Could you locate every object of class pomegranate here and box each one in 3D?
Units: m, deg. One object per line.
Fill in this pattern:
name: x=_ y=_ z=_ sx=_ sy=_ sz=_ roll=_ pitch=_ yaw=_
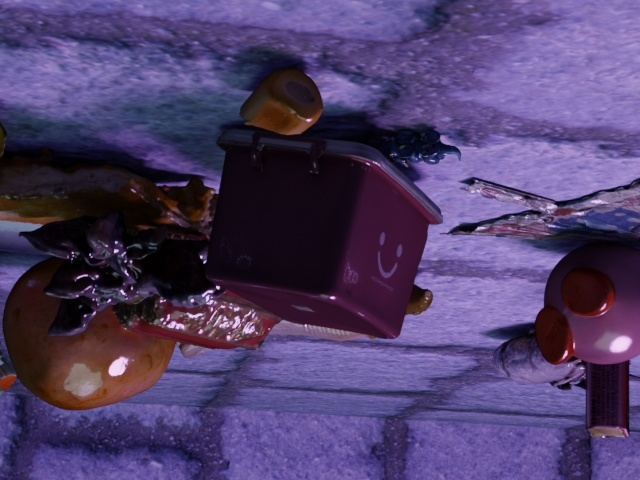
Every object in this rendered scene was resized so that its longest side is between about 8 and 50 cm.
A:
pomegranate: x=-0.318 y=0.122 z=2.017 sx=0.270 sy=0.229 sz=0.252 roll=-22 pitch=163 yaw=41

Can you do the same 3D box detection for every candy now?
candy: x=-0.374 y=-0.023 z=1.767 sx=0.174 sy=0.071 sz=0.138 roll=5 pitch=165 yaw=-15

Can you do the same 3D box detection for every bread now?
bread: x=-0.035 y=-0.128 z=1.332 sx=0.062 sy=0.049 sz=0.103 roll=34 pitch=160 yaw=-8

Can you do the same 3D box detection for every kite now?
kite: x=0.311 y=-0.030 z=1.743 sx=0.368 sy=0.014 sz=0.406 roll=12 pitch=163 yaw=-36

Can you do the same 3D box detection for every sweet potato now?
sweet potato: x=0.089 y=0.094 z=2.183 sx=0.067 sy=0.067 sz=0.274 roll=12 pitch=169 yaw=-33

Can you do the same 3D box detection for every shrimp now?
shrimp: x=0.435 y=0.203 z=2.442 sx=0.145 sy=0.116 sz=0.343 roll=11 pitch=171 yaw=-32

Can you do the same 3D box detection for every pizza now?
pizza: x=-0.290 y=-0.055 z=1.624 sx=0.365 sy=0.074 sz=0.182 roll=4 pitch=167 yaw=-5

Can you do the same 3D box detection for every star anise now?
star anise: x=-0.213 y=0.034 z=1.588 sx=0.212 sy=0.129 sz=0.283 roll=-8 pitch=172 yaw=5

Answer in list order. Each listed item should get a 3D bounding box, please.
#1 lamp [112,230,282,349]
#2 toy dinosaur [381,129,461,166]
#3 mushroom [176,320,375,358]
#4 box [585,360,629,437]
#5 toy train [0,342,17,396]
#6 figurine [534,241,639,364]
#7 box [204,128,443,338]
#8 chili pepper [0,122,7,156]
lamp: x=-0.167 y=0.057 z=1.875 sx=0.177 sy=0.177 sz=0.274 roll=-8 pitch=160 yaw=37
toy dinosaur: x=0.105 y=-0.096 z=1.483 sx=0.083 sy=0.031 sz=0.047 roll=-1 pitch=166 yaw=16
mushroom: x=-0.063 y=0.105 z=2.122 sx=0.351 sy=0.123 sz=0.095 roll=-8 pitch=177 yaw=16
box: x=0.437 y=0.184 z=2.143 sx=0.069 sy=0.224 sz=0.120 roll=0 pitch=164 yaw=15
toy train: x=-0.547 y=0.124 z=2.039 sx=0.116 sy=0.285 sz=0.177 roll=-37 pitch=172 yaw=-7
figurine: x=0.383 y=0.083 z=1.877 sx=0.173 sy=0.173 sz=0.173 roll=2 pitch=166 yaw=1
box: x=0.000 y=0.000 z=1.551 sx=0.193 sy=0.167 sz=0.294 roll=10 pitch=170 yaw=24
chili pepper: x=-0.360 y=-0.104 z=1.452 sx=0.072 sy=0.073 sz=0.204 roll=-11 pitch=-176 yaw=-24
